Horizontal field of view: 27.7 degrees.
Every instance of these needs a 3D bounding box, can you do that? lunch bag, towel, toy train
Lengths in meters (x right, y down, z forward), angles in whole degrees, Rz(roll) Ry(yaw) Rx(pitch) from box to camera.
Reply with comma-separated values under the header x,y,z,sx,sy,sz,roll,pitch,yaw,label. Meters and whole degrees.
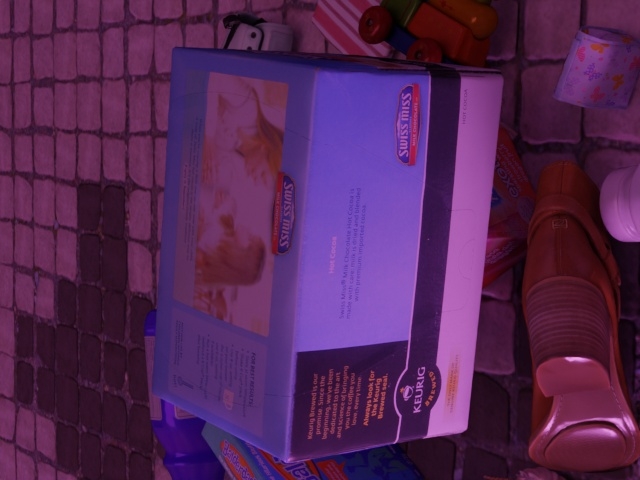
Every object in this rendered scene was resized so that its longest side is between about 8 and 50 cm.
x,y,z,sx,sy,sz,roll,pitch,yaw,label
0.258,-0.164,1.220,0.053,0.083,0.071,39,123,44,lunch bag
0.065,-0.298,1.509,0.144,0.029,0.197,51,131,35,towel
0.160,-0.222,1.342,0.248,0.105,0.143,42,111,42,toy train

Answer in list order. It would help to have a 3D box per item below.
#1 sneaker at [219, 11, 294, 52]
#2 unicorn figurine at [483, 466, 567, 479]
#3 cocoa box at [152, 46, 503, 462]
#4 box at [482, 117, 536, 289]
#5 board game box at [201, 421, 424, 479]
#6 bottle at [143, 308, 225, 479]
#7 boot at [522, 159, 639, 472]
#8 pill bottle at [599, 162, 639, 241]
x,y,z,sx,sy,sz,roll,pitch,yaw,label
-0.064,-0.188,1.629,0.256,0.094,0.151,49,126,37,sneaker
0.256,0.276,1.288,0.162,0.060,0.111,-17,79,35,unicorn figurine
0.000,0.000,1.215,0.231,0.228,0.347,16,106,49,cocoa box
0.085,0.003,1.409,0.300,0.142,0.154,-42,60,46,box
-0.008,0.248,1.495,0.160,0.210,0.047,50,129,37,board game box
-0.176,0.231,1.787,0.092,0.118,0.282,-7,88,52,bottle
0.238,0.082,1.232,0.109,0.283,0.220,-8,53,18,boot
0.330,-0.036,1.128,0.169,0.094,0.094,-3,90,53,pill bottle
